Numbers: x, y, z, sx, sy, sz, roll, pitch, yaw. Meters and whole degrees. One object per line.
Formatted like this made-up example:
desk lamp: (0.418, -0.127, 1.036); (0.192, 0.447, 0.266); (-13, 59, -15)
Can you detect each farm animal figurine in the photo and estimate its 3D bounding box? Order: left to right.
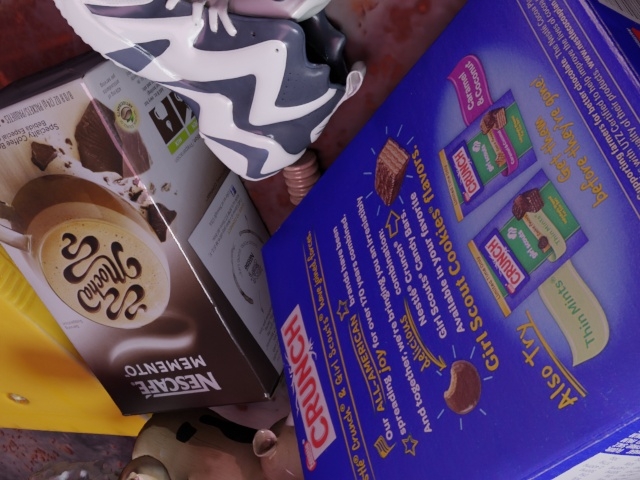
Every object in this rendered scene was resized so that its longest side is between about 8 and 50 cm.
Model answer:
farm animal figurine: (-0.034, 0.213, 0.691); (0.327, 0.330, 0.172); (7, 86, 22)

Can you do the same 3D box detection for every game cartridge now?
game cartridge: (-0.345, 0.105, 0.801); (0.286, 0.052, 0.323); (-2, 141, 22)

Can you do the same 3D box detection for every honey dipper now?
honey dipper: (0.000, 0.000, 0.667); (0.031, 0.030, 0.160); (-1, 125, 22)

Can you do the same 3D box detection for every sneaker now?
sneaker: (-0.065, -0.160, 0.538); (0.153, 0.094, 0.235); (-31, 108, 34)

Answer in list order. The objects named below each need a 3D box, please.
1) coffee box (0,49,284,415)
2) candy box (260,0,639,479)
coffee box: (-0.153, -0.003, 0.666); (0.168, 0.119, 0.297); (-13, 118, 27)
candy box: (0.103, 0.028, 0.485); (0.122, 0.268, 0.317); (13, 137, -34)
